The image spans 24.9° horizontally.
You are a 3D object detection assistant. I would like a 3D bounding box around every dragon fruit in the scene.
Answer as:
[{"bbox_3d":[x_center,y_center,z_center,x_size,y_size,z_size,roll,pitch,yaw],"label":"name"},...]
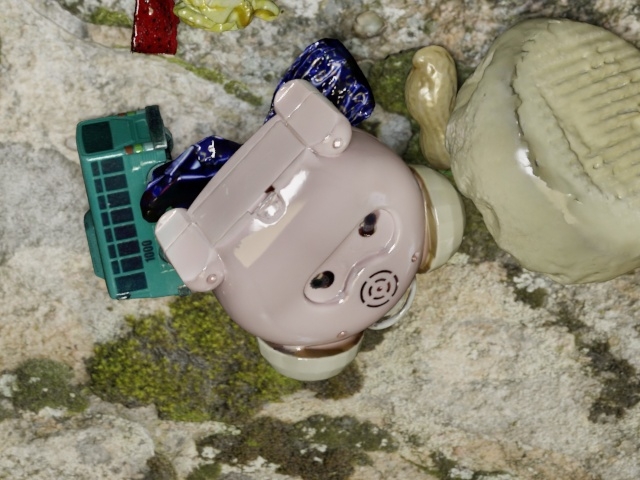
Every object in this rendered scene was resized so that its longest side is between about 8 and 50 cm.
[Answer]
[{"bbox_3d":[-0.213,-0.304,1.906,0.063,0.097,0.131,6,103,-9],"label":"dragon fruit"}]

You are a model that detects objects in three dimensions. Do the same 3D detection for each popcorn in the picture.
[{"bbox_3d":[-0.126,-0.334,1.847,0.162,0.141,0.135,42,123,19],"label":"popcorn"}]

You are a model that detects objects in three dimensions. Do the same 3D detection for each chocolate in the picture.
[{"bbox_3d":[-0.088,-0.120,1.921,0.343,0.148,0.126,-38,81,-7],"label":"chocolate"}]

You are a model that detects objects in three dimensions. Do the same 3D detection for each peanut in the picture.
[{"bbox_3d":[0.161,-0.182,1.987,0.082,0.082,0.187,-16,121,8],"label":"peanut"}]

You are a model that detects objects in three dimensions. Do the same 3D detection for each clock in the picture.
[{"bbox_3d":[0.000,0.000,1.871,0.342,0.184,0.326,-43,132,8],"label":"clock"}]

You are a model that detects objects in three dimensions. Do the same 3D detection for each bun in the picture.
[{"bbox_3d":[0.320,-0.113,1.915,0.359,0.360,0.211,25,151,-17],"label":"bun"}]

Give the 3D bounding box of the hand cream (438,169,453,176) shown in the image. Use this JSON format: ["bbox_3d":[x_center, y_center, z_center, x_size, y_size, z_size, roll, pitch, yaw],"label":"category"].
[{"bbox_3d":[0.266,-0.092,2.067,0.175,0.046,0.095,31,118,-12],"label":"hand cream"}]

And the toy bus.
[{"bbox_3d":[-0.259,-0.044,2.025,0.147,0.128,0.256,-10,124,-7],"label":"toy bus"}]
